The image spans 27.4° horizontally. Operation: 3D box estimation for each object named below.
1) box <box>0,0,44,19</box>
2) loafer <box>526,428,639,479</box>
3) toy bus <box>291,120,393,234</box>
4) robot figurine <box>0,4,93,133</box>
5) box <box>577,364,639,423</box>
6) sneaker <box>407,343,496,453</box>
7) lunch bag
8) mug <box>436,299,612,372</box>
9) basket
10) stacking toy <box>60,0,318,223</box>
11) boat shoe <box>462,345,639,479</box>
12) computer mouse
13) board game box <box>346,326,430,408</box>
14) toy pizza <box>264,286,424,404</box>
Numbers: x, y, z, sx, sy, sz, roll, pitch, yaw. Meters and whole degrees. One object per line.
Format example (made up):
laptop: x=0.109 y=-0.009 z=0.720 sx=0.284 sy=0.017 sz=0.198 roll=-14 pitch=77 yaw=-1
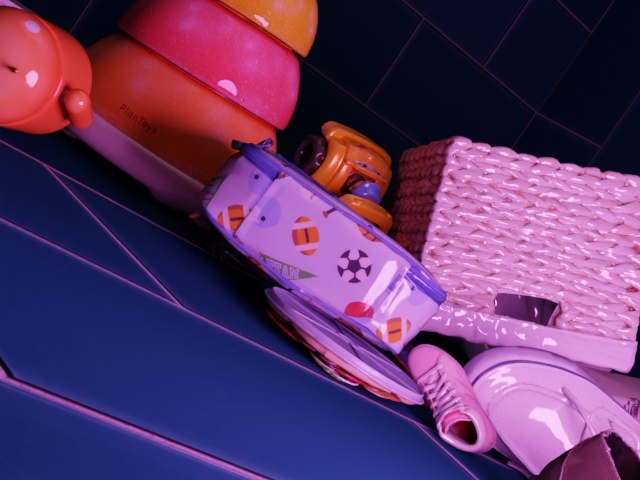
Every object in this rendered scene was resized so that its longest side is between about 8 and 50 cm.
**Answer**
box: x=-0.478 y=-0.304 z=1.772 sx=0.203 sy=0.103 sz=0.114 roll=33 pitch=4 yaw=-22
loafer: x=0.306 y=0.271 z=1.131 sx=0.134 sy=0.130 sz=0.366 roll=31 pitch=5 yaw=-36
toy bus: x=0.028 y=-0.028 z=1.858 sx=0.149 sy=0.220 sz=0.211 roll=26 pitch=14 yaw=-33
robot figurine: x=-0.322 y=-0.181 z=1.412 sx=0.219 sy=0.128 sz=0.158 roll=5 pitch=61 yaw=-81
box: x=0.366 y=0.234 z=1.704 sx=0.275 sy=0.113 sz=0.094 roll=14 pitch=15 yaw=-47
sneaker: x=0.135 y=0.167 z=1.386 sx=0.134 sy=0.051 sz=0.070 roll=55 pitch=14 yaw=13
lunch bag: x=0.000 y=0.000 z=1.495 sx=0.303 sy=0.115 sz=0.243 roll=39 pitch=4 yaw=1
mug: x=0.353 y=0.148 z=2.302 sx=0.328 sy=0.276 sz=0.374 roll=41 pitch=33 yaw=-7
basket: x=0.256 y=0.020 z=1.834 sx=0.328 sy=0.266 sz=0.331 roll=12 pitch=-1 yaw=-8
stacking toy: x=-0.112 y=-0.282 z=1.766 sx=0.350 sy=0.480 sz=0.350 roll=35 pitch=4 yaw=-3
boat shoe: x=0.307 y=0.256 z=1.460 sx=0.367 sy=0.136 sz=0.156 roll=37 pitch=13 yaw=-25
computer mouse: x=-0.079 y=0.023 z=1.607 sx=0.193 sy=0.042 sz=0.106 roll=23 pitch=6 yaw=-41
board game box: x=0.118 y=0.162 z=1.638 sx=0.145 sy=0.027 sz=0.281 roll=34 pitch=4 yaw=-19
toy pizza: x=0.020 y=0.115 z=1.360 sx=0.201 sy=0.032 sz=0.201 roll=35 pitch=3 yaw=-2
